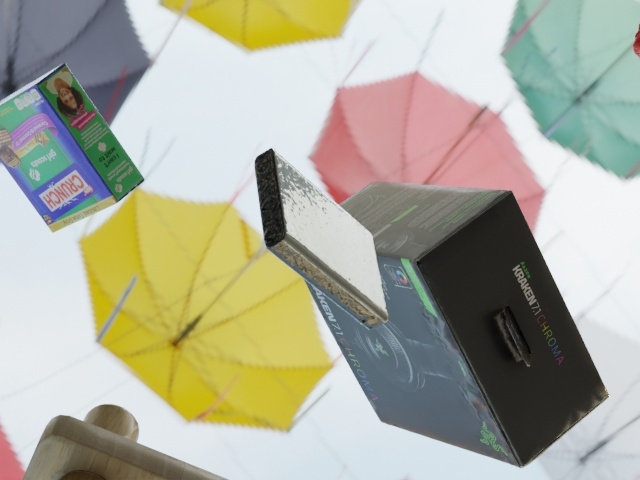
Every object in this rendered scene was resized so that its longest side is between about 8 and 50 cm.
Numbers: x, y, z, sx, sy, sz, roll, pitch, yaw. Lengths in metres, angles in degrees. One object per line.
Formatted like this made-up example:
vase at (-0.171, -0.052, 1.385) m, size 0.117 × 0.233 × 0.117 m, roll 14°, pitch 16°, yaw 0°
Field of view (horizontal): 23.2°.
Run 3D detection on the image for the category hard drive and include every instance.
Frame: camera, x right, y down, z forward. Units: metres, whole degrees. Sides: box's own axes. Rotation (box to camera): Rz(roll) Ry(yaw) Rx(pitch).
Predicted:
hard drive at (0.000, 0.000, 1.195) m, size 0.135 × 0.022 × 0.094 m, roll 39°, pitch -150°, yaw -41°

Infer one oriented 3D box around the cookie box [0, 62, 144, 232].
cookie box at (-0.199, -0.068, 1.183) m, size 0.107 × 0.092 × 0.040 m, roll 56°, pitch -134°, yaw -13°

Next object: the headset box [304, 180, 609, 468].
headset box at (0.130, 0.078, 1.576) m, size 0.131 × 0.283 × 0.246 m, roll -35°, pitch -70°, yaw -22°

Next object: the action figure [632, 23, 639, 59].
action figure at (0.275, -0.193, 1.293) m, size 0.038 × 0.030 × 0.115 m, roll -7°, pitch -77°, yaw -67°

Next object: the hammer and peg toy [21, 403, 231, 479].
hammer and peg toy at (-0.117, 0.289, 0.993) m, size 0.266 × 0.361 × 0.127 m, roll 24°, pitch -151°, yaw -7°
